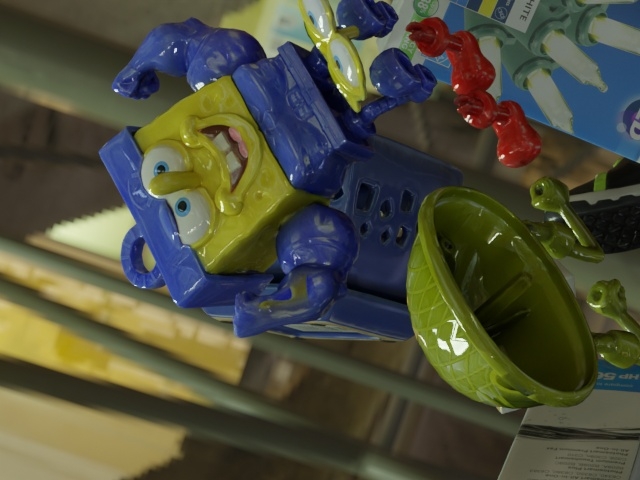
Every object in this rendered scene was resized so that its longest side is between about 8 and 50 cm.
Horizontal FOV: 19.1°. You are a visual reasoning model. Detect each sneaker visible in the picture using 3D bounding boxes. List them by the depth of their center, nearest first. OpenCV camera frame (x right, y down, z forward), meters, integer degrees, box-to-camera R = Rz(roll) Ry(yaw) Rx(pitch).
[{"bbox_3d":[0.308,-0.061,1.720,0.234,0.097,0.084,-15,147,-6],"label":"sneaker"}]

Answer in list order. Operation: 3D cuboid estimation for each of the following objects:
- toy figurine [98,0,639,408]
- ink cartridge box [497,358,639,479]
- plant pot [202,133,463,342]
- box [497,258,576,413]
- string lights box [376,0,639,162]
[{"bbox_3d":[-0.008,-0.018,1.035,0.191,0.217,0.362,5,-128,-60],"label":"toy figurine"},{"bbox_3d":[0.165,0.185,1.203,0.086,0.148,0.203,4,-155,18],"label":"ink cartridge box"},{"bbox_3d":[0.000,0.000,2.140,0.236,0.212,0.236,0,169,35],"label":"plant pot"},{"bbox_3d":[0.183,0.070,1.880,0.091,0.130,0.170,-15,-155,-12],"label":"box"},{"bbox_3d":[0.188,-0.160,1.477,0.259,0.133,0.077,21,-166,-6],"label":"string lights box"}]
